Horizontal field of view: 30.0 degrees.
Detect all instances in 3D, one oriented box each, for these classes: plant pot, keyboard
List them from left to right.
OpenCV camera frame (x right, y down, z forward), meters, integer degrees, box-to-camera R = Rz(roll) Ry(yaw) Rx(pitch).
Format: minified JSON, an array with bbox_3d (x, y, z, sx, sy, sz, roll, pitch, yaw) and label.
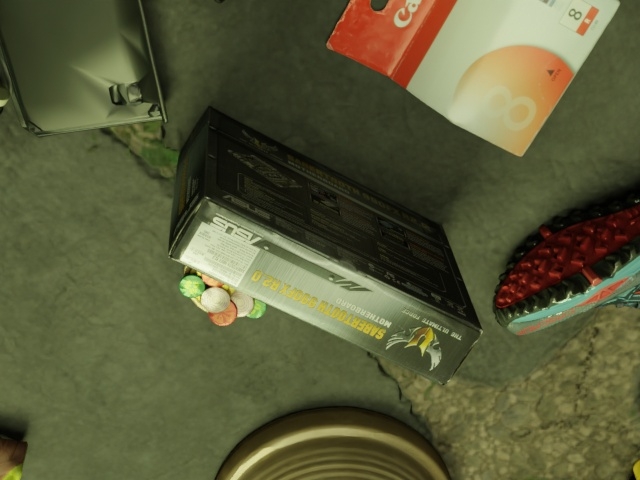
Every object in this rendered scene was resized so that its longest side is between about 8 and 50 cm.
[{"bbox_3d":[-0.162,-0.233,0.871,0.202,0.033,0.317,-6,118,7],"label":"keyboard"},{"bbox_3d":[0.015,0.280,1.096,0.237,0.109,0.237,-2,117,-4],"label":"plant pot"}]

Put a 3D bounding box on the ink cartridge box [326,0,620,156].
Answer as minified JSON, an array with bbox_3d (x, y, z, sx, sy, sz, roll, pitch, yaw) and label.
[{"bbox_3d":[0.117,-0.166,0.918,0.179,0.045,0.145,24,112,-18],"label":"ink cartridge box"}]

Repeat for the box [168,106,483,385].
[{"bbox_3d":[0.000,0.000,0.914,0.231,0.183,0.056,26,111,-17],"label":"box"}]

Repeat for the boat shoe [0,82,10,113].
[{"bbox_3d":[-0.303,-0.127,0.902,0.133,0.049,0.042,32,115,-15],"label":"boat shoe"}]

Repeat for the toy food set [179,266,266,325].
[{"bbox_3d":[-0.076,0.034,1.015,0.083,0.020,0.082,34,109,-19],"label":"toy food set"}]

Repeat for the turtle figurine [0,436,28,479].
[{"bbox_3d":[-0.383,0.197,1.037,0.217,0.087,0.269,25,104,-24],"label":"turtle figurine"}]

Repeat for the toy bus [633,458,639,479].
[{"bbox_3d":[0.374,0.329,1.091,0.149,0.211,0.220,-6,118,-3],"label":"toy bus"}]

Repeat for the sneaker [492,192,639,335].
[{"bbox_3d":[0.275,0.030,0.994,0.262,0.104,0.125,-26,117,9],"label":"sneaker"}]
